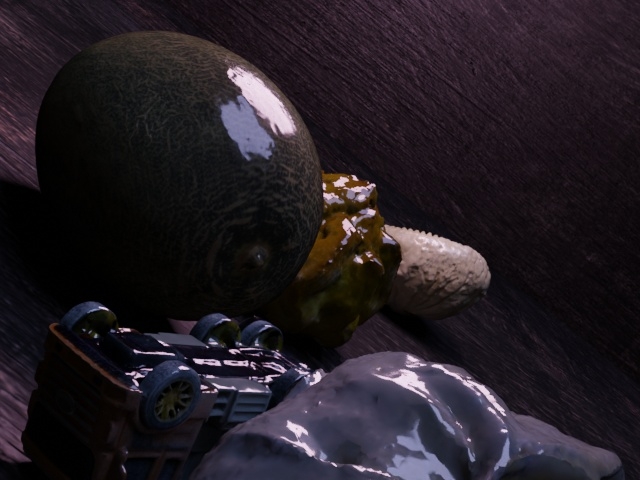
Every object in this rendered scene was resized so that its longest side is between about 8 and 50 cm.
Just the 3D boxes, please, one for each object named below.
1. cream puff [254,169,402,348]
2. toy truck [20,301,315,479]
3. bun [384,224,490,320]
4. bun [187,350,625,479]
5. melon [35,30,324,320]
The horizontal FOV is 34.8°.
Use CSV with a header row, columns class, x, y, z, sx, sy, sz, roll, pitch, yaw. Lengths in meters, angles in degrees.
class,x,y,z,sx,sy,sz,roll,pitch,yaw
cream puff,-0.013,0.010,1.222,0.244,0.196,0.244,13,49,-16
toy truck,-0.080,0.132,0.704,0.108,0.140,0.257,29,11,38
bun,0.158,0.058,1.633,0.221,0.134,0.220,19,-7,2
bun,0.078,0.215,0.566,0.354,0.194,0.354,28,35,-22
melon,-0.138,-0.066,0.951,0.249,0.248,0.329,25,12,-49
